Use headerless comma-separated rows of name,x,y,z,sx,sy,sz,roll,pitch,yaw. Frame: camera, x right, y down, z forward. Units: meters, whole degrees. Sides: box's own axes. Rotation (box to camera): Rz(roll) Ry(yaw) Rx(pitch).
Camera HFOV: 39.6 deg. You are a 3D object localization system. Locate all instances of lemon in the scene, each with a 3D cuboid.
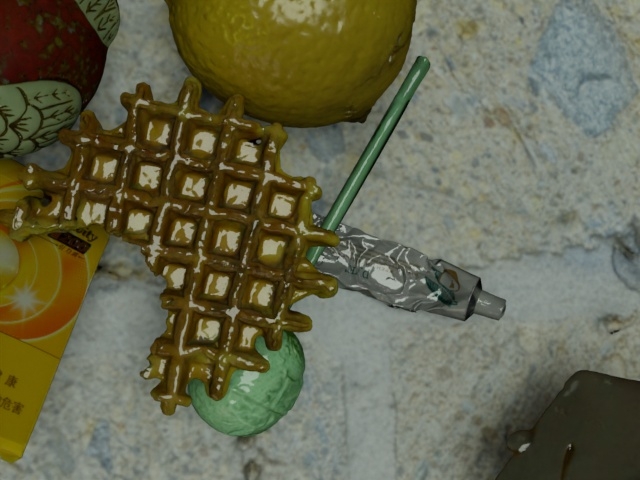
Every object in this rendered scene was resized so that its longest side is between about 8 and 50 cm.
lemon,-0.032,-0.227,0.877,0.254,0.228,0.228,16,84,-26

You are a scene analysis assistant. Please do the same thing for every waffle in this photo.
waffle,-0.124,-0.008,0.832,0.260,0.069,0.293,-38,92,-4

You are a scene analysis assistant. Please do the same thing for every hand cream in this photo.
hand cream,0.082,0.036,0.983,0.257,0.050,0.084,17,82,1

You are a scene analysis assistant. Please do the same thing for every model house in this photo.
model house,0.324,0.265,0.958,0.199,0.220,0.229,-55,143,-18

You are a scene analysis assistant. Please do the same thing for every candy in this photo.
candy,0.000,0.000,0.922,0.119,0.119,0.440,30,85,-9

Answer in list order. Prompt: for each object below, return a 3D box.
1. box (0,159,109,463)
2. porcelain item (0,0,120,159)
box,-0.301,0.053,0.830,0.152,0.043,0.269,29,54,-25
porcelain item,-0.308,-0.202,0.800,0.253,0.253,0.253,1,87,-12
